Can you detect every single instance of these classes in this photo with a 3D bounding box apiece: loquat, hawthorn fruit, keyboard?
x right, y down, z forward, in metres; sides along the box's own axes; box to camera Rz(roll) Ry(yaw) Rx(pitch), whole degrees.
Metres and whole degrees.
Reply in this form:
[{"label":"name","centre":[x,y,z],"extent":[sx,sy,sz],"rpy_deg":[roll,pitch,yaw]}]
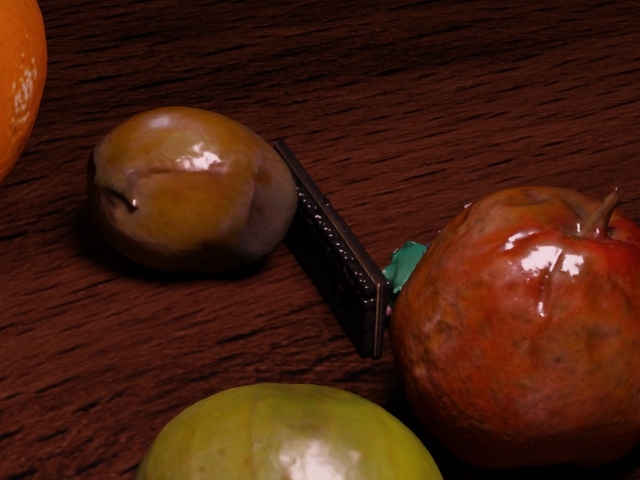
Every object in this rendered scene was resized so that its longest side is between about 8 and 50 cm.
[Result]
[{"label":"loquat","centre":[-0.137,-0.053,1.900],"extent":[0.227,0.179,0.179],"rpy_deg":[5,31,-8]},{"label":"hawthorn fruit","centre":[0.210,0.061,1.659],"extent":[0.277,0.298,0.277],"rpy_deg":[14,37,-10]},{"label":"keyboard","centre":[0.000,0.000,1.909],"extent":[0.027,0.106,0.317],"rpy_deg":[-9,33,-19]}]

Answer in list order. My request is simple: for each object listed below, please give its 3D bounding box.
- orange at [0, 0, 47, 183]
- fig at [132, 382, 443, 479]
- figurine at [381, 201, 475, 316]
[{"label":"orange","centre":[-0.495,-0.166,1.886],"extent":[0.424,0.326,0.424],"rpy_deg":[-9,19,3]},{"label":"fig","centre":[-0.012,0.270,1.335],"extent":[0.258,0.258,0.326],"rpy_deg":[-5,52,-18]},{"label":"figurine","centre":[0.144,0.039,1.880],"extent":[0.111,0.102,0.195],"rpy_deg":[18,29,34]}]
